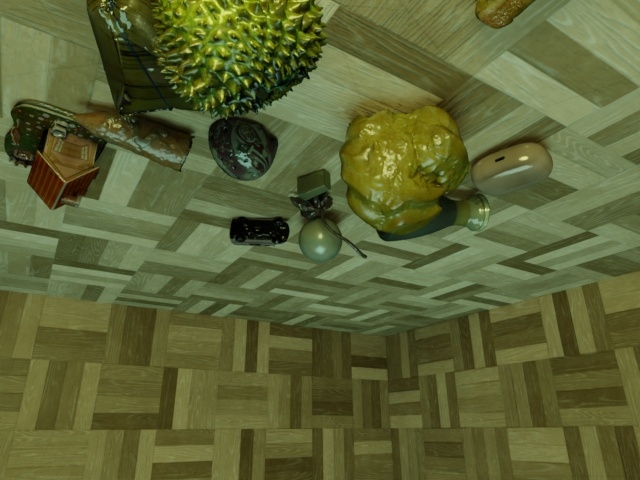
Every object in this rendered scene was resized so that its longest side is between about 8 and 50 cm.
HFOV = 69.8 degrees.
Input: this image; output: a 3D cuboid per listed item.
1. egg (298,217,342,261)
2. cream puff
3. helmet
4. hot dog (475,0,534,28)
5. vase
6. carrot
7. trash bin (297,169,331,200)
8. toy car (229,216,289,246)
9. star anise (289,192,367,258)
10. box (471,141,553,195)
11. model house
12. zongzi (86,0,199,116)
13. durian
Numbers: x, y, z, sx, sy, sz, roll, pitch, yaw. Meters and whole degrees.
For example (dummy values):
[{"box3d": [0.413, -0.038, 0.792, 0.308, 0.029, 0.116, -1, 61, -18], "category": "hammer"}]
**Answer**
[{"box3d": [0.000, 0.000, 1.574, 0.151, 0.151, 0.209, 0, 172, 0], "category": "egg"}, {"box3d": [0.205, -0.152, 1.063, 0.269, 0.275, 0.323, -3, 163, 33], "category": "cream puff"}, {"box3d": [-0.194, -0.208, 1.130, 0.153, 0.107, 0.177, -13, 155, 34], "category": "helmet"}, {"box3d": [0.337, -0.427, 0.664, 0.083, 0.068, 0.289, 30, 154, -11], "category": "hot dog"}, {"box3d": [0.336, -0.084, 1.377, 0.320, 0.174, 0.173, -1, 158, -13], "category": "vase"}, {"box3d": [-0.432, -0.241, 1.065, 0.263, 0.102, 0.102, 15, 153, -29], "category": "carrot"}, {"box3d": [-0.018, -0.159, 1.309, 0.092, 0.061, 0.043, -16, 153, 29], "category": "trash bin"}, {"box3d": [-0.210, -0.023, 1.600, 0.209, 0.090, 0.108, 2, 158, 0], "category": "toy car"}, {"box3d": [0.018, -0.036, 1.424, 0.218, 0.228, 0.148, -2, 154, -26], "category": "star anise"}, {"box3d": [0.504, -0.186, 1.215, 0.200, 0.088, 0.145, -19, 152, 40], "category": "box"}, {"box3d": [-0.661, -0.182, 1.124, 0.206, 0.154, 0.293, 14, 154, -35], "category": "model house"}, {"box3d": [-0.240, -0.337, 0.820, 0.288, 0.123, 0.260, -5, 156, -16], "category": "zongzi"}, {"box3d": [-0.117, -0.308, 0.710, 0.291, 0.225, 0.291, -33, 156, -17], "category": "durian"}]
